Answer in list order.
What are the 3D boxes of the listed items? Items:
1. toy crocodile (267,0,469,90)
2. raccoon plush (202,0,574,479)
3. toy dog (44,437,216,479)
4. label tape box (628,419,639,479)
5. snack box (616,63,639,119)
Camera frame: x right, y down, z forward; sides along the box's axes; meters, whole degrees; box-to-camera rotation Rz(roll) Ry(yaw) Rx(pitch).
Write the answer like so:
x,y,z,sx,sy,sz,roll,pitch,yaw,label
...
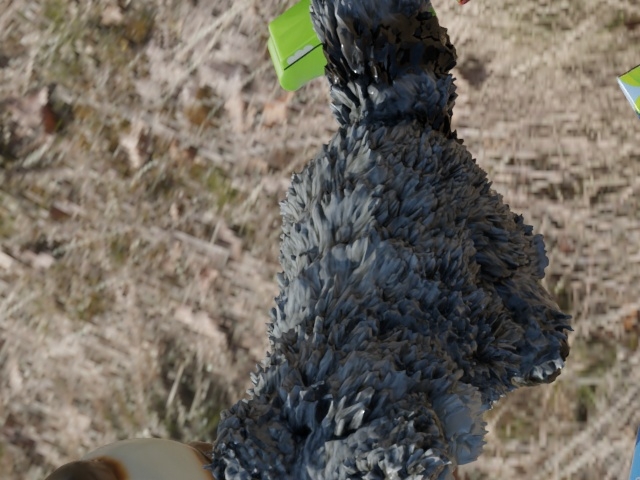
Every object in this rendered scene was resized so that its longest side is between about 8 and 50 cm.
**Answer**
x,y,z,sx,sy,sz,roll,pitch,yaw,label
0.099,-0.238,1.293,0.340,0.115,0.105,-37,129,10,toy crocodile
0.000,0.000,1.092,0.216,0.299,0.446,-26,87,24,raccoon plush
-0.202,0.363,1.452,0.285,0.395,0.408,8,128,-40,toy dog
0.363,0.282,1.562,0.115,0.249,0.347,6,148,21,label tape box
0.321,-0.142,1.111,0.207,0.174,0.070,-30,87,15,snack box
